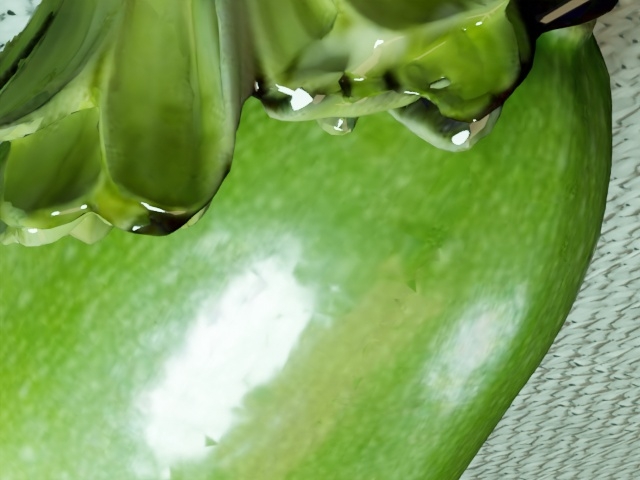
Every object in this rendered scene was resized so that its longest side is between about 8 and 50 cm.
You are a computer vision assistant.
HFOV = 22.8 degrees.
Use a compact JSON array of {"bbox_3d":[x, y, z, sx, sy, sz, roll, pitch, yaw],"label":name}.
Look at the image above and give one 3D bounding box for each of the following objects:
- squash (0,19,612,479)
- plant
[{"bbox_3d":[-0.016,-0.028,0.746,0.310,0.310,0.309,5,132,-29],"label":"squash"},{"bbox_3d":[-0.009,-0.148,0.530,0.261,0.306,0.297,11,125,14],"label":"plant"}]
